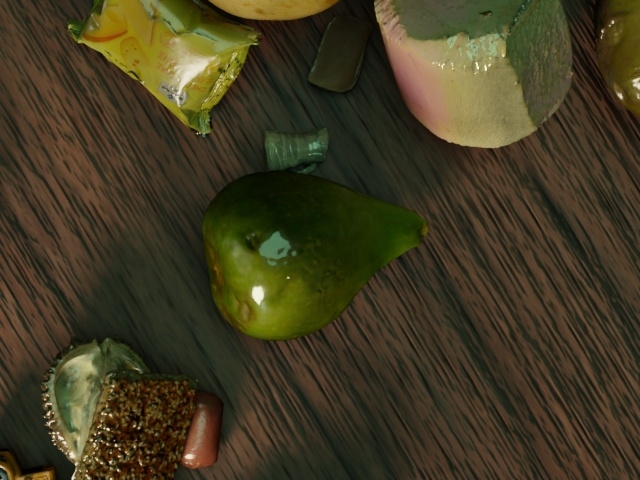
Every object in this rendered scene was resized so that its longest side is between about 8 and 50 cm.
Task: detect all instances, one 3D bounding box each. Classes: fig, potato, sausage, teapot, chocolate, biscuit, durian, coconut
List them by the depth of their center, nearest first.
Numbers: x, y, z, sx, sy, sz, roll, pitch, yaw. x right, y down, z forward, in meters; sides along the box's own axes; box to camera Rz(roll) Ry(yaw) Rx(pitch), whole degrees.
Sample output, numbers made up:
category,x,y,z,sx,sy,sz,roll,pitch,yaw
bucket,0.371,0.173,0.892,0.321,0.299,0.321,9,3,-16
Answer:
category,x,y,z,sx,sy,sz,roll,pitch,yaw
biscuit,-0.220,0.260,1.511,0.131,0.025,0.231,8,104,-39
coconut,0.191,-0.233,1.536,0.233,0.245,0.233,-8,60,14
durian,-0.272,0.204,1.547,0.148,0.091,0.189,17,76,-24
fig,0.000,0.000,1.548,0.275,0.206,0.206,-17,89,-19
potato,0.411,-0.273,1.551,0.196,0.246,0.300,-22,83,-9
sausage,-0.147,0.229,1.573,0.054,0.059,0.094,6,87,-4
teapot,-0.030,-0.109,1.604,0.083,0.057,0.067,-10,126,-8
chocolate,0.027,-0.230,1.622,0.064,0.031,0.101,14,82,14

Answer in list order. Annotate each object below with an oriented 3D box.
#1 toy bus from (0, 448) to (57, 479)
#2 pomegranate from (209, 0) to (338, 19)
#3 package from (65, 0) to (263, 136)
category,x,y,z,sx,sy,sz,roll,pitch,yaw
toy bus,-0.337,0.330,1.543,0.088,0.083,0.194,-23,92,-14
pomegranate,-0.057,-0.446,1.461,0.416,0.416,0.417,0,87,-5
package,-0.191,-0.246,1.564,0.226,0.090,0.168,37,122,0
